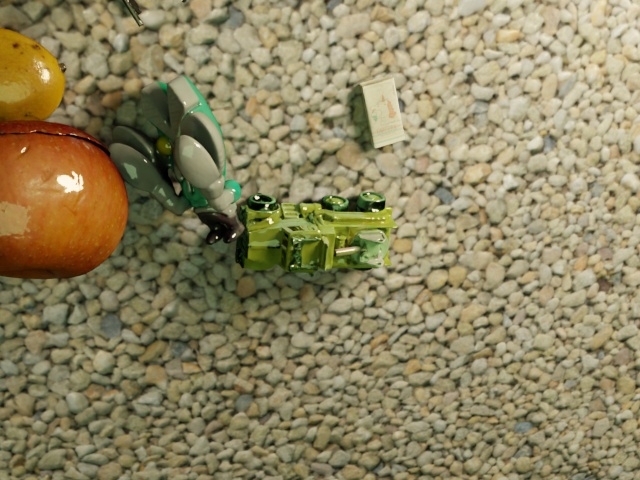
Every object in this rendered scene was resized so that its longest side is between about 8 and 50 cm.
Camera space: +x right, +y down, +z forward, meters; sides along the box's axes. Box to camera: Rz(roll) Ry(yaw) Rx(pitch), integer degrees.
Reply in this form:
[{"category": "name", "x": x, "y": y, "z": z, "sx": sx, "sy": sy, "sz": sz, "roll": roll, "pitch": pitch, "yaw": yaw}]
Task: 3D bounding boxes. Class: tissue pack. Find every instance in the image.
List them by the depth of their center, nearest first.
[{"category": "tissue pack", "x": 0.100, "y": -0.207, "z": 1.450, "sx": 0.056, "sy": 0.023, "sz": 0.108, "roll": -15, "pitch": 117, "yaw": -6}]

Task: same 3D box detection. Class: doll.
[{"category": "doll", "x": -0.191, "y": -0.114, "z": 1.339, "sx": 0.258, "sy": 0.153, "sz": 0.195, "roll": 47, "pitch": 128, "yaw": -6}]

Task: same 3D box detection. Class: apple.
[{"category": "apple", "x": -0.414, "y": -0.047, "z": 1.270, "sx": 0.252, "sy": 0.206, "sz": 0.272, "roll": -17, "pitch": 162, "yaw": 32}]

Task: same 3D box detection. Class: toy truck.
[{"category": "toy truck", "x": -0.004, "y": -0.001, "z": 1.458, "sx": 0.260, "sy": 0.135, "sz": 0.128, "roll": 2, "pitch": 113, "yaw": -11}]

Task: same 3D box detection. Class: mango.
[{"category": "mango", "x": -0.474, "y": -0.226, "z": 1.252, "sx": 0.227, "sy": 0.109, "sz": 0.147, "roll": 9, "pitch": 115, "yaw": -16}]

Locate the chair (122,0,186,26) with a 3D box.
[{"category": "chair", "x": -0.273, "y": -0.409, "z": 1.222, "sx": 0.084, "sy": 0.101, "sz": 0.212, "roll": -30, "pitch": 118, "yaw": 1}]
